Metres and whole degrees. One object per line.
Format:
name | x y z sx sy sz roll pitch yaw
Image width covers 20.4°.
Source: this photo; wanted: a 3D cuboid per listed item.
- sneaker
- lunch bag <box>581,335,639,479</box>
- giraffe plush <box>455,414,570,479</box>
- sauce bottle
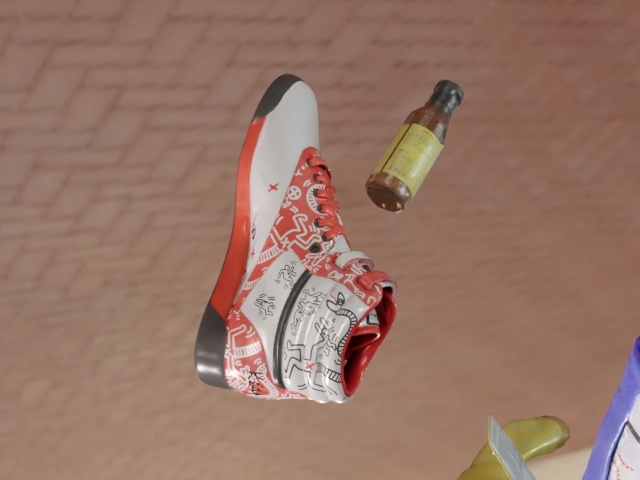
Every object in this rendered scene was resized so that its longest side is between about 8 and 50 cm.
sneaker | 0.000 0.001 1.442 0.145 0.270 0.090 9 166 21
lunch bag | 0.397 0.205 1.416 0.385 0.239 0.328 0 130 -10
giraffe plush | 0.047 0.189 0.810 0.170 0.210 0.181 -20 -167 24
sauce bottle | 0.082 -0.081 1.478 0.042 0.128 0.042 26 151 15
